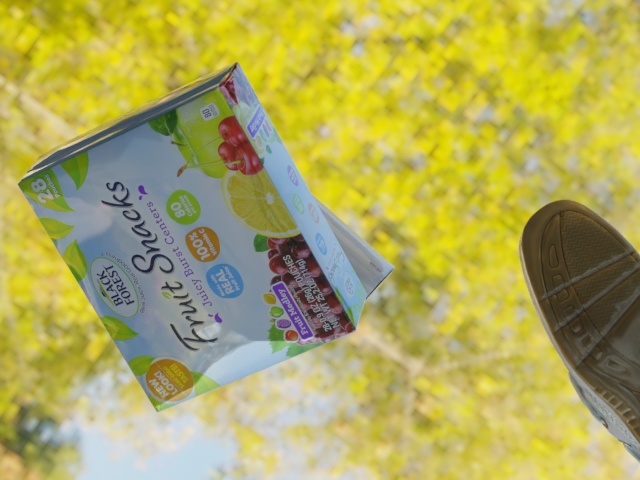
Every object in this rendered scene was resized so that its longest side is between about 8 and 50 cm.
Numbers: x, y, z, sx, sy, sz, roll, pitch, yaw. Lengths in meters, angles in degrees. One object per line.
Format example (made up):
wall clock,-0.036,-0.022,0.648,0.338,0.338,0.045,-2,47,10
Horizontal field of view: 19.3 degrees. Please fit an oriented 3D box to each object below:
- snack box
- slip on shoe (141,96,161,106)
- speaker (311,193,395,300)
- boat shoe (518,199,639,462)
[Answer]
snack box,-0.091,0.000,1.369,0.174,0.207,0.070,-23,-163,19
slip on shoe,-0.111,-0.075,1.639,0.041,0.135,0.051,-21,-131,37
speaker,0.000,0.000,1.713,0.055,0.136,0.055,-48,176,-5
boat shoe,0.234,0.097,1.472,0.098,0.277,0.096,-32,-178,-13
